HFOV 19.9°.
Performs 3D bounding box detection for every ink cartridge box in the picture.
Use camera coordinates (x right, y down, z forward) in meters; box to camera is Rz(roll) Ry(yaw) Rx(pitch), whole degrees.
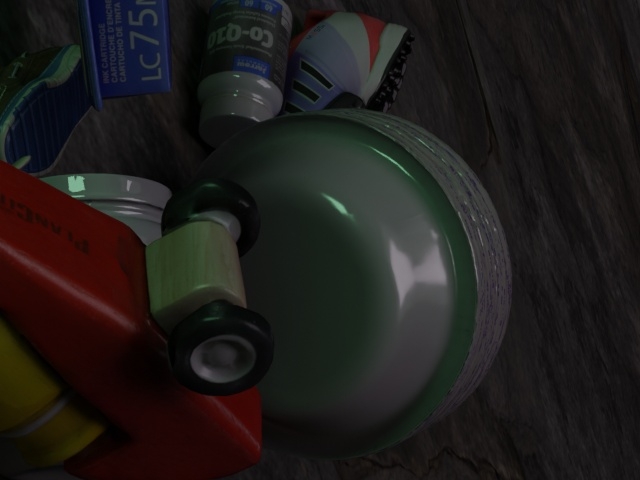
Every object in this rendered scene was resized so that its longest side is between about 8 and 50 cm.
[{"bbox_3d":[-0.139,-0.203,1.207,0.311,0.065,0.185,-113,-162,-74],"label":"ink cartridge box"}]

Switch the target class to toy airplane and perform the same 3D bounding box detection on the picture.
[{"bbox_3d":[-0.245,0.027,1.032,0.384,0.272,0.386,50,27,14],"label":"toy airplane"}]

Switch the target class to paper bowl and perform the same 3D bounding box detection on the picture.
[{"bbox_3d":[0.000,0.036,1.474,0.148,0.284,0.284,-14,94,-63],"label":"paper bowl"}]

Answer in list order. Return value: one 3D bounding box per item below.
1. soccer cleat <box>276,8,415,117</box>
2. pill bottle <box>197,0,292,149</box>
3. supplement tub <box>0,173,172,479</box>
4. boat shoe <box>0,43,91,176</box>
[{"bbox_3d":[-0.007,-0.131,1.730,0.318,0.116,0.108,-57,165,-54],"label":"soccer cleat"},{"bbox_3d":[-0.069,-0.151,1.637,0.078,0.078,0.137,48,40,-49],"label":"pill bottle"},{"bbox_3d":[-0.162,0.065,1.285,0.144,0.144,0.199,22,61,-61],"label":"supplement tub"},{"bbox_3d":[-0.216,-0.092,1.314,0.183,0.066,0.066,-61,152,-66],"label":"boat shoe"}]
